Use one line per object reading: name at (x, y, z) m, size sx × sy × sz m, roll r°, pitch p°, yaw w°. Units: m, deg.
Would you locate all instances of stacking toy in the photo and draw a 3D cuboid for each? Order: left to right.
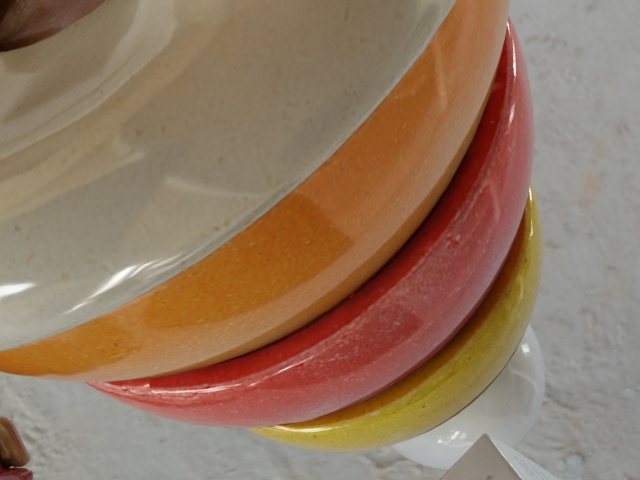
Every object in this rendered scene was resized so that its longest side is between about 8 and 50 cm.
stacking toy at (0.000, 0.000, 0.581) m, size 0.480 × 0.350 × 0.351 m, roll 50°, pitch 59°, yaw -43°

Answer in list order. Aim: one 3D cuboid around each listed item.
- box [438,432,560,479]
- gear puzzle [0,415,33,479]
box at (0.078, 0.210, 0.442) m, size 0.181 × 0.182 × 0.119 m, roll -48°, pitch 133°, yaw 7°
gear puzzle at (-0.167, 0.271, 0.601) m, size 0.175 × 0.044 × 0.339 m, roll -22°, pitch 97°, yaw 17°
